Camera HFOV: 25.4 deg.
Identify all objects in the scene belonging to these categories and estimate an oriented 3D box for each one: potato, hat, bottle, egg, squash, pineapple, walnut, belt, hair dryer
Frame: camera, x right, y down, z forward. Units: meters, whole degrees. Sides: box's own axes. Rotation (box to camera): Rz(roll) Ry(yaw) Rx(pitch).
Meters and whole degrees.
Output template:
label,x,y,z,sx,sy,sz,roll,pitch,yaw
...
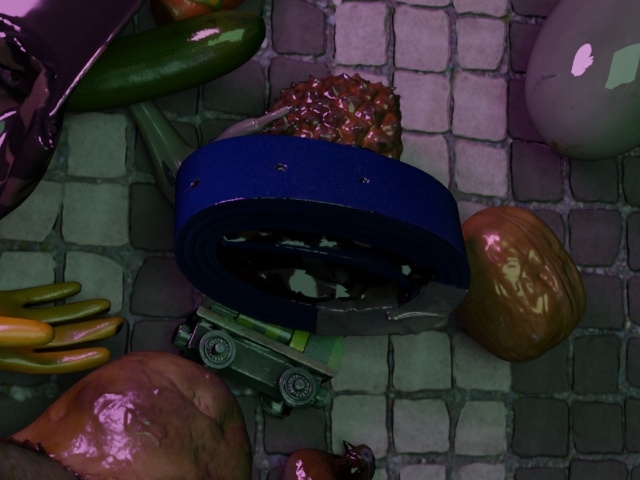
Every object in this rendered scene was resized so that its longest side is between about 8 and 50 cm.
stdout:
label,x,y,z,sx,sy,sz,roll,pitch,yaw
potato,-0.179,0.272,1.556,0.237,0.301,0.288,-27,126,-35
hat,-0.349,-0.196,1.572,0.366,0.257,0.382,35,49,21
bottle,-0.117,-0.316,1.728,0.187,0.069,0.069,-38,97,-20
egg,0.374,-0.230,1.815,0.203,0.203,0.282,38,76,-11
squash,-0.203,-0.205,1.653,0.293,0.082,0.082,-15,89,1
pineapple,0.003,-0.126,1.701,0.193,0.166,0.166,3,83,-2
walnut,0.237,0.052,1.763,0.165,0.165,0.197,-42,98,-18
belt,0.000,0.000,1.624,0.347,0.212,0.117,12,42,-17
hair dryer,-0.140,-0.138,1.664,0.167,0.067,0.199,45,114,8

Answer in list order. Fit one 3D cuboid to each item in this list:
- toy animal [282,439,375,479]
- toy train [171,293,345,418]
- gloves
label,x,y,z,sx,sy,sz,roll,pitch,yaw
toy animal,0.014,0.336,1.698,0.179,0.089,0.188,-19,85,-35
toy train,-0.073,0.126,1.692,0.200,0.083,0.132,27,65,-14
gloves,-0.366,0.089,1.566,0.295,0.116,0.133,0,50,-18
